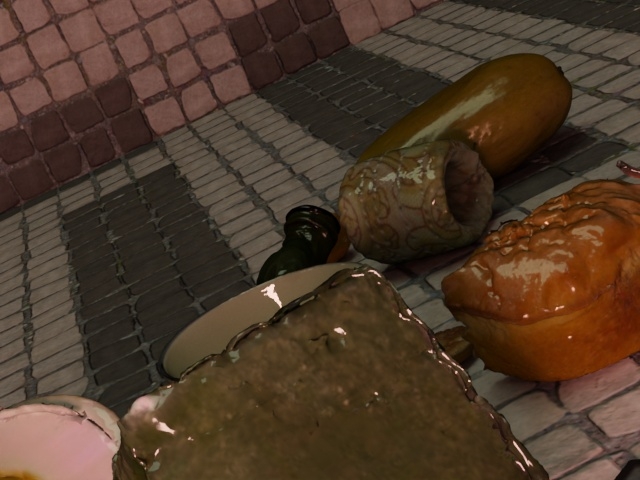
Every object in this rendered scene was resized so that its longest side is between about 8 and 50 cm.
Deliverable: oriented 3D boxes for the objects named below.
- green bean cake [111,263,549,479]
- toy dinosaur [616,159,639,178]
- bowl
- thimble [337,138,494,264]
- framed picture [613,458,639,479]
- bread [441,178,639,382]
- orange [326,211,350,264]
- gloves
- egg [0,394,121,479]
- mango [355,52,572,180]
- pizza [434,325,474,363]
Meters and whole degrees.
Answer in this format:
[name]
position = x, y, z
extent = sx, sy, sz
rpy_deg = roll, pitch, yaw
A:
[green bean cake]
position = 0.002, 0.175, 1.041
extent = 0.255, 0.241, 0.132
rpy_deg = -34, -12, -24
[toy dinosaur]
position = 0.414, -0.058, 1.381
extent = 0.279, 0.055, 0.101
rpy_deg = -5, 9, -16
[bowl]
position = -0.030, 0.127, 1.450
extent = 0.238, 0.126, 0.238
rpy_deg = -23, 16, 7
[thimble]
position = 0.121, -0.051, 1.778
extent = 0.143, 0.137, 0.190
rpy_deg = -15, 8, 29
[framed picture]
position = 0.234, 0.240, 0.918
extent = 0.265, 0.016, 0.347
rpy_deg = -9, 22, 45
[bread]
position = 0.244, 0.042, 1.332
extent = 0.229, 0.143, 0.139
rpy_deg = -33, 29, -17
[orange]
position = 0.000, 0.000, 1.911
extent = 0.083, 0.070, 0.083
rpy_deg = -12, 13, 3
[gloves]
position = -0.051, 0.069, 1.697
extent = 0.268, 0.107, 0.135
rpy_deg = -52, 9, -37
[egg]
position = -0.203, 0.285, 1.152
extent = 0.264, 0.174, 0.286
rpy_deg = -29, 47, 17
[mango]
position = 0.190, -0.144, 1.965
extent = 0.331, 0.142, 0.195
rpy_deg = -27, 11, 2
[pizza]
position = 0.128, 0.112, 1.460
extent = 0.099, 0.029, 0.100
rpy_deg = -21, 17, -15
